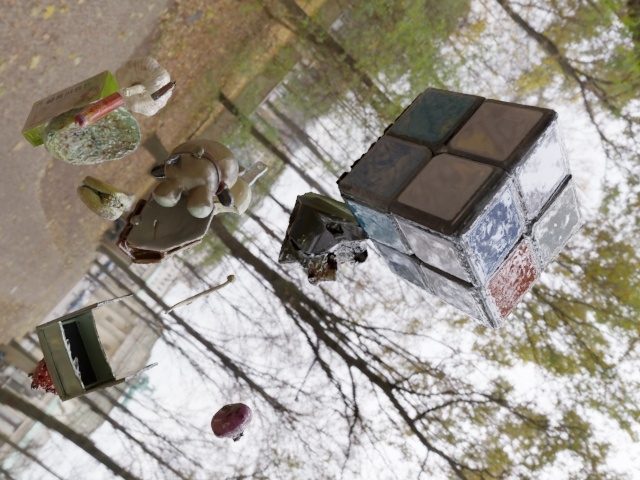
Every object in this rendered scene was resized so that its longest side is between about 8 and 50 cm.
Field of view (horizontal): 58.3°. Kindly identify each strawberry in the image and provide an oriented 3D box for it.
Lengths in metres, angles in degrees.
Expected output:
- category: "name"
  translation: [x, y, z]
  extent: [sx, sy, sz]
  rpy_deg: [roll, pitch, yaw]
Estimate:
- category: "strawberry"
  translation: [-0.894, 0.455, 1.955]
  extent: [0.085, 0.192, 0.140]
  rpy_deg: [135, -29, -71]

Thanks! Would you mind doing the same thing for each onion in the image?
- category: "onion"
  translation: [-0.232, 0.482, 1.518]
  extent: [0.115, 0.105, 0.115]
  rpy_deg: [-18, 180, 0]

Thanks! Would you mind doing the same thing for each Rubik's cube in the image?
- category: "Rubik's cube"
  translation: [0.280, -0.072, 1.140]
  extent: [0.316, 0.313, 0.318]
  rpy_deg: [-47, -138, -12]

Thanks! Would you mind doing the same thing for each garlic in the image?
- category: "garlic"
  translation: [-0.619, -0.525, 1.938]
  extent: [0.199, 0.199, 0.226]
  rpy_deg: [-44, -171, 13]

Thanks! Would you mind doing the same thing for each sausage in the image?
- category: "sausage"
  translation: [-0.486, -0.283, 1.250]
  extent: [0.034, 0.034, 0.129]
  rpy_deg: [-33, -169, 47]

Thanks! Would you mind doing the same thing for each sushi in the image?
- category: "sushi"
  translation: [0.000, 0.000, 1.441]
  extent: [0.213, 0.215, 0.227]
  rpy_deg: [-65, -164, 11]

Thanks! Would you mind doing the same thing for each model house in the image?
- category: "model house"
  translation: [-0.433, -0.023, 1.590]
  extent: [0.229, 0.219, 0.200]
  rpy_deg: [-32, -141, 61]

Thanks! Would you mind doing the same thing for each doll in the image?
- category: "doll"
  translation: [-0.332, -0.187, 1.543]
  extent: [0.330, 0.234, 0.174]
  rpy_deg: [-87, -170, -72]

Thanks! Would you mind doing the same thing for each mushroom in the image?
- category: "mushroom"
  translation: [-0.462, 0.210, 2.200]
  extent: [0.306, 0.043, 0.068]
  rpy_deg: [-27, 155, -23]

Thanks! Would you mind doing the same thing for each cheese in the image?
- category: "cheese"
  translation: [-0.303, -0.189, 2.011]
  extent: [0.071, 0.163, 0.249]
  rpy_deg: [71, 40, -60]

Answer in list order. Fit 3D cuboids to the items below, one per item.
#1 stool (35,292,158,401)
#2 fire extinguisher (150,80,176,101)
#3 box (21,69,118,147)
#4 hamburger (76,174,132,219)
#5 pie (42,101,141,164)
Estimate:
- category: "stool"
  translation: [-0.684, 0.325, 1.757]
  extent: [0.269, 0.244, 0.170]
  rpy_deg: [-20, 179, 21]
- category: "fire extinguisher"
  translation: [-0.427, -0.414, 1.573]
  extent: [0.083, 0.022, 0.028]
  rpy_deg: [-40, -139, -12]
- category: "box"
  translation: [-0.722, -0.383, 1.667]
  extent: [0.260, 0.062, 0.175]
  rpy_deg: [-21, -138, 8]
- category: "hamburger"
  translation: [-0.813, -0.156, 2.143]
  extent: [0.122, 0.189, 0.215]
  rpy_deg: [-58, -164, -11]
- category: "pie"
  translation: [-0.565, -0.262, 1.434]
  extent: [0.240, 0.054, 0.240]
  rpy_deg: [-21, 161, -8]
